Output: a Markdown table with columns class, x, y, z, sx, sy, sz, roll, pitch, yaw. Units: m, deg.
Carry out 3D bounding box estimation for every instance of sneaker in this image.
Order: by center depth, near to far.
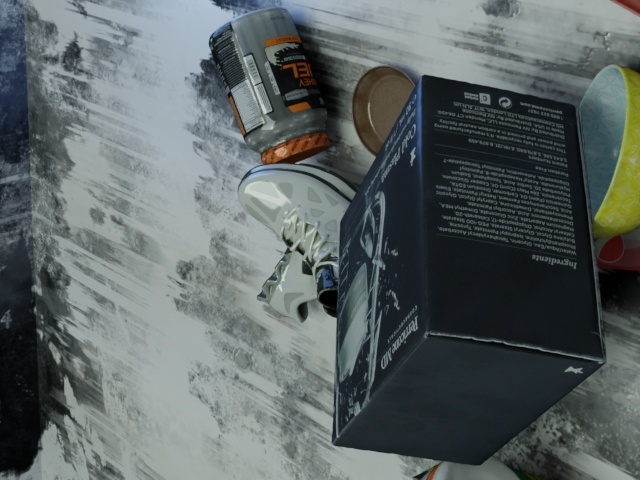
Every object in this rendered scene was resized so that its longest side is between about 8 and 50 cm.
| class | x | y | z | sx | sy | sz | roll | pitch | yaw |
| --- | --- | --- | --- | --- | --- | --- | --- | --- | --- |
| sneaker | 0.001 | -0.001 | 2.144 | 0.448 | 0.257 | 0.169 | 23 | 126 | 12 |
| sneaker | -0.009 | 0.050 | 2.400 | 0.146 | 0.122 | 0.330 | 36 | 126 | 8 |

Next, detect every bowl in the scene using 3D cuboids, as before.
| class | x | y | z | sx | sy | sz | roll | pitch | yaw |
| --- | --- | --- | --- | --- | --- | --- | --- | --- | --- |
| bowl | 0.512 | -0.130 | 1.733 | 0.289 | 0.156 | 0.289 | -169 | 90 | -85 |

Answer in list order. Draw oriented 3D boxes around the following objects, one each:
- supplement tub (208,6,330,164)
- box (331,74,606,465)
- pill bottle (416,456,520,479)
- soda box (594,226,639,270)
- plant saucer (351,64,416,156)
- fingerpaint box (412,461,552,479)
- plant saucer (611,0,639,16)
| class | x | y | z | sx | sy | sz | roll | pitch | yaw |
| --- | --- | --- | --- | --- | --- | --- | --- | --- | --- |
| supplement tub | -0.103 | -0.324 | 2.299 | 0.194 | 0.194 | 0.315 | -23 | 87 | 47 |
| box | 0.224 | 0.068 | 1.789 | 0.480 | 0.298 | 0.471 | 118 | 157 | -56 |
| pill bottle | 0.206 | 0.575 | 2.016 | 0.224 | 0.224 | 0.392 | 57 | 135 | 16 |
| soda box | 0.486 | -0.004 | 1.877 | 0.263 | 0.083 | 0.092 | 4 | 106 | 45 |
| plant saucer | 0.146 | -0.261 | 2.178 | 0.199 | 0.036 | 0.198 | 16 | 114 | 41 |
| fingerpaint box | 0.391 | 0.694 | 2.148 | 0.371 | 0.163 | 0.444 | 6 | 108 | 46 |
| plant saucer | 0.551 | -0.481 | 1.679 | 0.259 | 0.048 | 0.258 | 41 | 129 | 31 |
